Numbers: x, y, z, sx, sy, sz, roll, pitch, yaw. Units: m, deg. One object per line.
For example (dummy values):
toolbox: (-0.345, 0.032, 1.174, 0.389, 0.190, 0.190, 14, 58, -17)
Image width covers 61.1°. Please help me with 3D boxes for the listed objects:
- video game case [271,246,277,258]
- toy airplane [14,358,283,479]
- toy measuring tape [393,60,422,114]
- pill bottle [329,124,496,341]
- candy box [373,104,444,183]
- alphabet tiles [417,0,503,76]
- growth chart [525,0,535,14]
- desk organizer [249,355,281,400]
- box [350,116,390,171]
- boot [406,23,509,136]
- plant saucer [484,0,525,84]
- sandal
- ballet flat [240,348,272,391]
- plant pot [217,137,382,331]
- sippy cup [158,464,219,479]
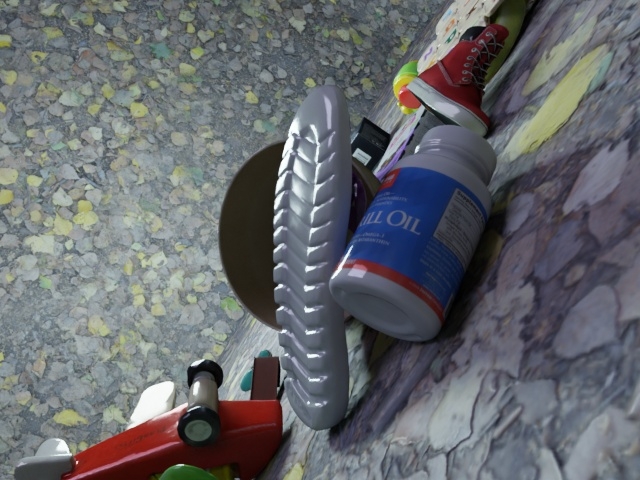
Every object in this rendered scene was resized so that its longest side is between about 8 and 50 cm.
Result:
video game case: (0.000, 0.000, 1.048, 0.285, 0.025, 0.204, -53, -35, -17)
toy airplane: (-0.272, 0.388, 0.849, 0.384, 0.272, 0.386, -3, 32, 42)
toy measuring tape: (0.260, -0.415, 1.318, 0.121, 0.121, 0.330, -60, 3, -26)
pill bottle: (0.109, -0.014, 0.588, 0.221, 0.124, 0.124, -60, 8, -24)
candy box: (0.171, -0.160, 1.041, 0.196, 0.070, 0.165, -61, 7, -27)
alphabet tiles: (0.282, -0.419, 1.085, 0.278, 0.021, 0.284, -51, 20, 43)
growth chart: (0.380, -0.444, 1.082, 0.237, 0.021, 0.172, -49, 10, 48)
desk organizer: (-0.105, 0.285, 1.037, 0.130, 0.050, 0.047, -92, -2, -51)
box: (0.130, -0.279, 1.713, 0.153, 0.108, 0.207, -54, 7, 28)
boot: (0.245, -0.263, 0.860, 0.176, 0.088, 0.244, -43, 28, 16)
plant saucer: (0.301, -0.373, 1.062, 0.241, 0.037, 0.241, -56, 17, 26)
sandal: (0.011, 0.022, 0.683, 0.169, 0.102, 0.416, 16, 104, 60)
ballet flat: (-0.152, 0.318, 1.318, 0.114, 0.041, 0.041, -57, 7, -4)
plant pot: (0.010, -0.007, 0.855, 0.284, 0.284, 0.191, -55, -24, 21)
sippy cup: (-0.135, 0.335, 0.410, 0.224, 0.305, 0.240, -43, -32, 23)
